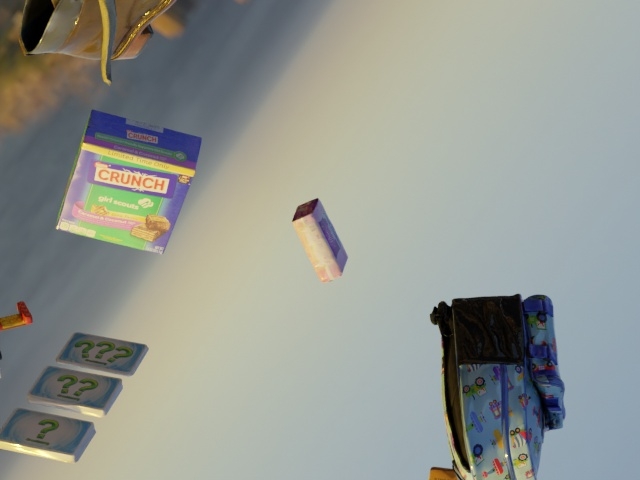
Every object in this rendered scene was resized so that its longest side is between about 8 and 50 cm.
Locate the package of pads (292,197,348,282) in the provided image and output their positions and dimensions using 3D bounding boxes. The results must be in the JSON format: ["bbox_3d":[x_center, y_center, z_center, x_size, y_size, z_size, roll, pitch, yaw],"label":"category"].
[{"bbox_3d":[0.000,0.000,1.886,0.032,0.083,0.050,-21,-162,16],"label":"package of pads"}]

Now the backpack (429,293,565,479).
[{"bbox_3d":[0.170,0.153,1.609,0.158,0.117,0.173,75,11,-58],"label":"backpack"}]

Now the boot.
[{"bbox_3d":[-0.184,-0.226,1.478,0.106,0.082,0.219,-11,150,-33],"label":"boot"}]

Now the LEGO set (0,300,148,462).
[{"bbox_3d":[-0.302,0.109,1.576,0.182,0.244,0.060,-61,156,-54],"label":"LEGO set"}]

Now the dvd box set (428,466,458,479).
[{"bbox_3d":[0.188,0.508,2.037,0.062,0.307,0.420,1,-110,37],"label":"dvd box set"}]

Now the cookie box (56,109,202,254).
[{"bbox_3d":[-0.152,-0.045,1.356,0.107,0.092,0.040,116,-16,-46],"label":"cookie box"}]

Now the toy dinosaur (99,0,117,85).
[{"bbox_3d":[-0.209,-0.268,1.392,0.064,0.268,0.118,-18,161,6],"label":"toy dinosaur"}]
